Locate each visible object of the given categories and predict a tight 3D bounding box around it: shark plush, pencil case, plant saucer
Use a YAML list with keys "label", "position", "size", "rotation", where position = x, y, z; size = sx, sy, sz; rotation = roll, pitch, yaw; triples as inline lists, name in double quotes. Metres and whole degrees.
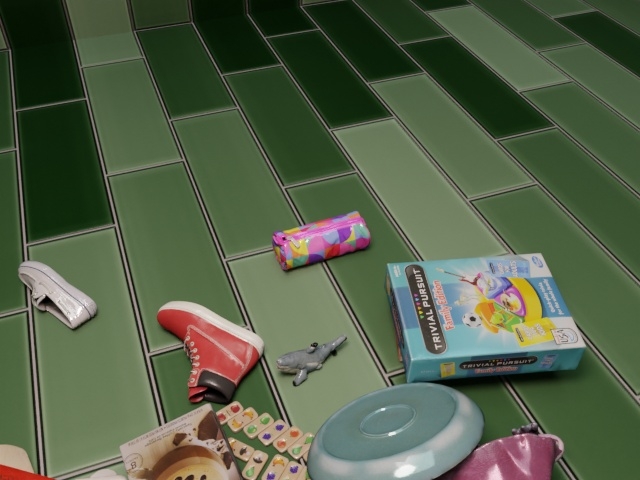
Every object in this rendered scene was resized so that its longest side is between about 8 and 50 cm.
- label: "shark plush"
  position: [-0.014, 0.235, 1.358]
  size: [0.161, 0.067, 0.073]
  rotation: [-13, 44, -14]
- label: "pencil case"
  position: [0.000, 0.000, 1.596]
  size: [0.237, 0.104, 0.104]
  rotation: [-16, 45, -18]
- label: "plant saucer"
  position: [0.121, 0.324, 1.150]
  size: [0.318, 0.043, 0.317]
  rotation: [-17, 10, 3]

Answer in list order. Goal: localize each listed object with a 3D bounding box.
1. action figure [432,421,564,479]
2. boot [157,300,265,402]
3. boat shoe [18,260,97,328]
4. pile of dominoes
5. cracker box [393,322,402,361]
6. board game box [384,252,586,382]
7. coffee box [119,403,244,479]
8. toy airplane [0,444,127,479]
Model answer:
- label: "action figure"
  position: [0.322, 0.493, 1.041]
  size: [0.248, 0.276, 0.370]
  rotation: [-30, 60, 17]
- label: "boot"
  position: [-0.260, 0.229, 1.354]
  size: [0.244, 0.088, 0.176]
  rotation: [21, 48, 17]
- label: "boat shoe"
  position: [-0.599, 0.117, 1.472]
  size: [0.226, 0.083, 0.076]
  rotation: [23, 46, 22]
- label: "pile of dominoes"
  position: [-0.122, 0.390, 1.209]
  size: [0.251, 0.040, 0.196]
  rotation: [19, 46, 19]
- label: "cracker box"
  position: [0.275, 0.177, 1.425]
  size: [0.233, 0.067, 0.155]
  rotation: [0, 42, -2]
- label: "board game box"
  position: [0.318, 0.149, 1.349]
  size: [0.336, 0.079, 0.253]
  rotation: [-4, 44, -5]
- label: "coffee box"
  position: [-0.193, 0.439, 1.075]
  size: [0.168, 0.118, 0.297]
  rotation: [-24, 48, -12]
- label: "toy airplane"
  position: [-0.481, 0.440, 1.001]
  size: [0.385, 0.386, 0.272]
  rotation: [27, 87, 16]
